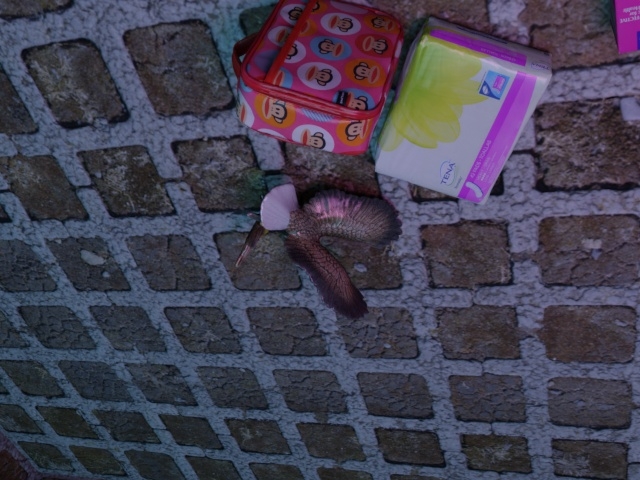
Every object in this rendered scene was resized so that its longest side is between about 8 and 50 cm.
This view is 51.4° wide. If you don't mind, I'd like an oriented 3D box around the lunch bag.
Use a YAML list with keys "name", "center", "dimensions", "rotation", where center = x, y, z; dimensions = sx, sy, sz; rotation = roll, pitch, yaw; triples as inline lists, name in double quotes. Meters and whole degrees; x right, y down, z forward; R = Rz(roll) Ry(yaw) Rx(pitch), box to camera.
- name: "lunch bag"
  center: [-0.013, -0.276, 1.061]
  dimensions: [0.258, 0.293, 0.120]
  rotation: [16, 138, 3]

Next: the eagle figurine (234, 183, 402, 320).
- name: "eagle figurine"
  center: [0.003, -0.003, 1.380]
  dimensions: [0.298, 0.225, 0.227]
  rotation: [25, 124, 10]

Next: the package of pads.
- name: "package of pads"
  center: [0.232, -0.217, 1.162]
  dimensions: [0.229, 0.101, 0.297]
  rotation: [18, 133, 1]

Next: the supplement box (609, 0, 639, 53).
- name: "supplement box"
  center: [0.461, -0.392, 0.924]
  dimensions: [0.111, 0.114, 0.220]
  rotation: [-7, 130, 22]
